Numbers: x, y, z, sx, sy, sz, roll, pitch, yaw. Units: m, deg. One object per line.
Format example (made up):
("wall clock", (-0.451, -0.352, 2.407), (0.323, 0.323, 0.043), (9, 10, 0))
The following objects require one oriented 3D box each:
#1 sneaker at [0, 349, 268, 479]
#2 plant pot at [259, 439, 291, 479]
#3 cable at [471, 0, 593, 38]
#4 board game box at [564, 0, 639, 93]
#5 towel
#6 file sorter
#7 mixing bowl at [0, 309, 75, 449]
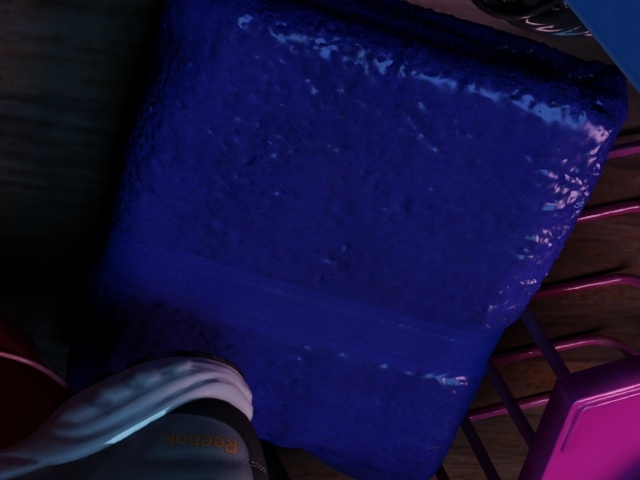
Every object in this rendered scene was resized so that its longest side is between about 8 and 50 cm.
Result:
("sneaker", (-0.147, 0.159, 0.672), (0.271, 0.108, 0.100), (-30, 143, 6))
("plant pot", (-0.068, 0.239, 0.924), (0.166, 0.165, 0.234), (-30, 146, 5))
("cable", (0.154, -0.168, 0.688), (0.184, 0.047, 0.150), (-31, 146, 2))
("board game box", (0.272, -0.020, 0.656), (0.086, 0.308, 0.302), (-42, 152, 20))
("towel", (0.000, 0.000, 0.714), (0.228, 0.076, 0.308), (15, 133, -8))
("file sorter", (0.173, 0.099, 0.877), (0.202, 0.182, 0.290), (-12, 140, -19))
("mixing bowl", (-0.222, 0.080, 0.705), (0.181, 0.098, 0.181), (-16, 141, -13))
